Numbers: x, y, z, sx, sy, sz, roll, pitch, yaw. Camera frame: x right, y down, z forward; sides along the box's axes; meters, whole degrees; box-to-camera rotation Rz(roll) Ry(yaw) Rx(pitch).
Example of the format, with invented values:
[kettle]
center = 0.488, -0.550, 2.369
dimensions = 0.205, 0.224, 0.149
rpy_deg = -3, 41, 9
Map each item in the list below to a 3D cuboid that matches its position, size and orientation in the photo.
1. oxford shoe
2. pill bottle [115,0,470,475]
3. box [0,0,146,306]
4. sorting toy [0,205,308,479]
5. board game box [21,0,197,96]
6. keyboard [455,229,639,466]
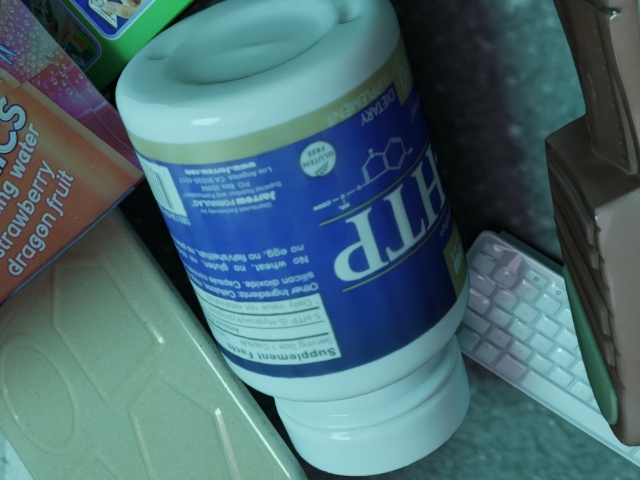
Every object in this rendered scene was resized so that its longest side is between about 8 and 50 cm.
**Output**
[oxford shoe]
center = 0.136, -0.098, 0.408
dimensions = 0.130, 0.123, 0.348
rpy_deg = -9, 119, 2
[pill bottle]
center = 0.000, 0.000, 0.520
dimensions = 0.112, 0.112, 0.186
rpy_deg = -1, 125, 28
[box]
center = -0.227, 0.003, 0.578
dimensions = 0.142, 0.154, 0.300
rpy_deg = 51, 143, -8
[sorting toy]
center = -0.099, 0.086, 0.641
dimensions = 0.208, 0.038, 0.193
rpy_deg = 57, 135, 15
[board game box]
center = -0.160, -0.211, 0.506
dimensions = 0.317, 0.046, 0.213
rpy_deg = 48, 131, -8
[keyboard]
center = 0.165, 0.085, 0.558
dimensions = 0.256, 0.014, 0.072
rpy_deg = 33, 130, 4
